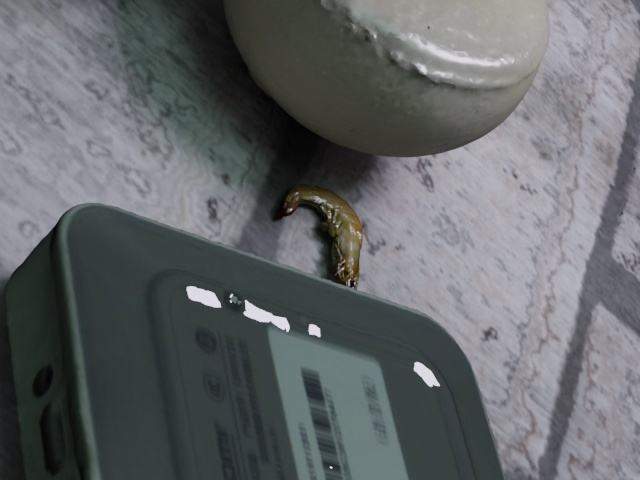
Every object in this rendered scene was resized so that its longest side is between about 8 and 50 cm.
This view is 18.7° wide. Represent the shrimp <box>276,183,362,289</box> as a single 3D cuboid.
[{"bbox_3d":[0.000,0.000,1.573,0.083,0.023,0.114,24,43,-28],"label":"shrimp"}]

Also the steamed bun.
[{"bbox_3d":[0.041,-0.187,1.621,0.283,0.177,0.283,20,47,-23],"label":"steamed bun"}]

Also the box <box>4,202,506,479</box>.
[{"bbox_3d":[-0.020,0.185,1.320,0.396,0.111,0.396,20,41,-37],"label":"box"}]
